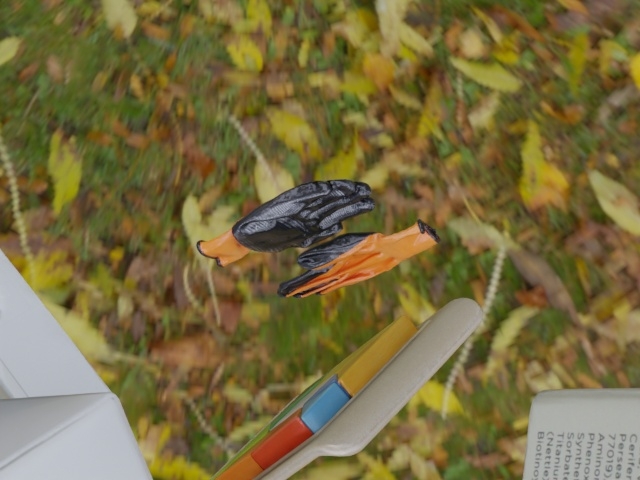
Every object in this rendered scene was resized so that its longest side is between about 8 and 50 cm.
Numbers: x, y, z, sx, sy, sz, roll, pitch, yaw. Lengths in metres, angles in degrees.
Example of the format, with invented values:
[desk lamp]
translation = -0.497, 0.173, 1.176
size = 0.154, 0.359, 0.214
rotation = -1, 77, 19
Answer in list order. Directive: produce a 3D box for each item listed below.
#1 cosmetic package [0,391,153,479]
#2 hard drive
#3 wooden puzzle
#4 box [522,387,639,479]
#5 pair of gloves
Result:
[cosmetic package]
translation = -0.226, 0.172, 0.688
size = 0.197, 0.365, 0.155
rotation = -32, 107, -40
[hard drive]
translation = -0.153, 0.115, 0.921
size = 0.040, 0.203, 0.307
rotation = -30, 149, -21
[wooden puzzle]
translation = -0.001, 0.139, 1.402
size = 0.044, 0.221, 0.239
rotation = 52, 135, -3
[box]
translation = 0.165, 0.090, 0.404
size = 0.094, 0.275, 0.113
rotation = 11, 81, -33
[pair of gloves]
translation = 0.000, 0.000, 0.694
size = 0.074, 0.010, 0.083
rotation = -24, 149, 23
